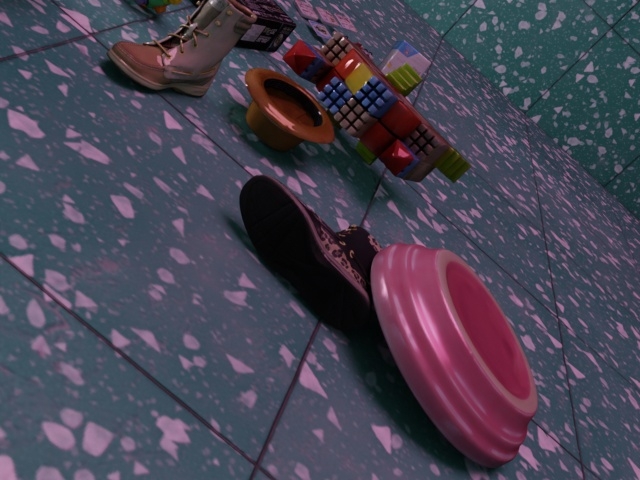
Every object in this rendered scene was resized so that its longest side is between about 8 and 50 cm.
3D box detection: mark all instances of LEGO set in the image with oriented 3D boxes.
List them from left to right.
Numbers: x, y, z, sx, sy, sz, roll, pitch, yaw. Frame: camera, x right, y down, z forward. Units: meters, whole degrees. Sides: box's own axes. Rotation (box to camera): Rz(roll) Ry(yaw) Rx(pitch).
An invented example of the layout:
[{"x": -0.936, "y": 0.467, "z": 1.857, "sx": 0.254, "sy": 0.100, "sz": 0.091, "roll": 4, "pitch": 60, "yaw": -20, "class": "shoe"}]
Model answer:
[{"x": 0.035, "y": -0.532, "z": 2.061, "sx": 0.183, "sy": 0.060, "sz": 0.244, "roll": 8, "pitch": 39, "yaw": -34, "class": "LEGO set"}]

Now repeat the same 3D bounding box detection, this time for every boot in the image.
[{"x": -0.197, "y": -0.298, "z": 1.144, "sx": 0.077, "sy": 0.165, "sz": 0.213, "roll": 51, "pitch": 23, "yaw": 17, "class": "boot"}, {"x": -0.001, "y": 0.002, "z": 1.069, "sx": 0.236, "sy": 0.085, "sz": 0.178, "roll": 51, "pitch": 22, "yaw": 1, "class": "boot"}]

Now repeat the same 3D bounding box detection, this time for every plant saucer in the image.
[{"x": 0.195, "y": 0.138, "z": 1.069, "sx": 0.332, "sy": 0.084, "sz": 0.332, "roll": 46, "pitch": 24, "yaw": -27, "class": "plant saucer"}]

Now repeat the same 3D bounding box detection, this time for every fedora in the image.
[{"x": -0.065, "y": -0.205, "z": 1.306, "sx": 0.194, "sy": 0.079, "sz": 0.194, "roll": 33, "pitch": 28, "yaw": -20, "class": "fedora"}]

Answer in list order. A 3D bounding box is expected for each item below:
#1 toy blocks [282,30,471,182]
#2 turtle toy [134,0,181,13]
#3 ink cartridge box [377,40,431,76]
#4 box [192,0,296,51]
[{"x": 0.092, "y": -0.247, "z": 1.433, "sx": 0.381, "sy": 0.191, "sz": 0.261, "roll": 49, "pitch": 16, "yaw": 12, "class": "toy blocks"}, {"x": -0.300, "y": -0.432, "z": 1.325, "sx": 0.130, "sy": 0.066, "sz": 0.095, "roll": 16, "pitch": 36, "yaw": -45, "class": "turtle toy"}, {"x": 0.197, "y": -0.430, "z": 2.018, "sx": 0.092, "sy": 0.143, "sz": 0.090, "roll": 37, "pitch": 7, "yaw": -14, "class": "ink cartridge box"}, {"x": -0.156, "y": -0.466, "z": 1.588, "sx": 0.147, "sy": 0.077, "sz": 0.180, "roll": 49, "pitch": 24, "yaw": 10, "class": "box"}]
